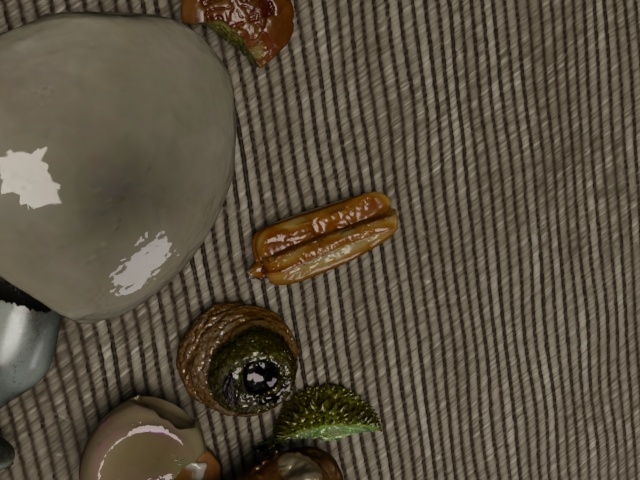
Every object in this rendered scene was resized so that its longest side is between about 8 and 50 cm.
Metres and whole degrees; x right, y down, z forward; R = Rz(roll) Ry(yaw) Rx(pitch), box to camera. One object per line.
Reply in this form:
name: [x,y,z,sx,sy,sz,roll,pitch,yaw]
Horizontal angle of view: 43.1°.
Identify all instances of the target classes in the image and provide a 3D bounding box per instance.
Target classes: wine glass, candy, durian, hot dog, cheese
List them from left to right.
wine glass: [-0.436,0.181,1.100,0.126,0.126,0.241,20,98,-19]
candy: [-0.275,-0.108,1.035,0.427,0.186,0.386,-47,123,-26]
cheese: [-0.281,0.367,1.164,0.163,0.082,0.286,24,91,-14]
durian: [-0.003,0.289,1.283,0.215,0.086,0.100,-4,117,-11]
hot dog: [0.000,0.000,1.228,0.249,0.076,0.102,-22,69,-14]

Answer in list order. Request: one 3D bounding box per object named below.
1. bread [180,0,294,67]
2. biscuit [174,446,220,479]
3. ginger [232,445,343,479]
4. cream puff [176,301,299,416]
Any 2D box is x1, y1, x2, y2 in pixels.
bread: [-0.111,-0.323,1.126,0.156,0.086,0.125,27,90,-20]
biscuit: [-0.295,0.441,1.236,0.216,0.047,0.339,33,89,-19]
ginger: [-0.127,0.432,1.153,0.418,0.176,0.254,-32,150,-24]
cream puff: [-0.111,0.189,1.179,0.183,0.169,0.183,-4,103,-17]
